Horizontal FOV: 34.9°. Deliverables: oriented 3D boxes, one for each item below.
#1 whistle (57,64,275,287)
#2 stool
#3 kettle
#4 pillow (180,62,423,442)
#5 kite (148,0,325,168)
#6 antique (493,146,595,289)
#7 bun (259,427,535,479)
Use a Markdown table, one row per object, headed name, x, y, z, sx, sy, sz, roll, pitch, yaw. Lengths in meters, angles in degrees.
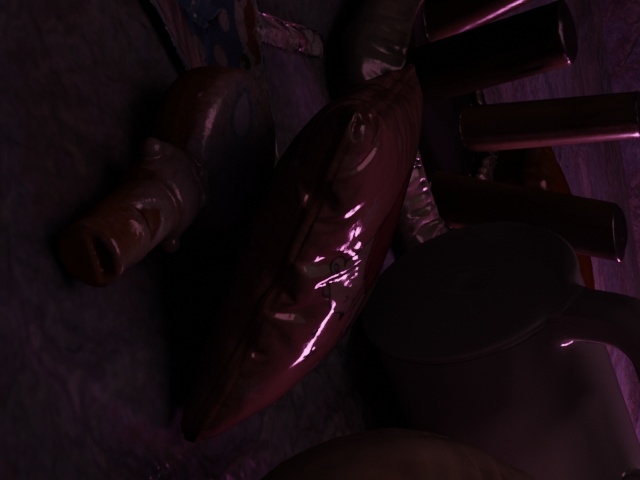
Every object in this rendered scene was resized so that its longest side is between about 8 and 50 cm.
| name | x | y | z | sx | sy | sz | roll | pitch | yaw |
| --- | --- | --- | --- | --- | --- | --- | --- | --- | --- |
| whistle | -0.084 | -0.038 | 0.612 | 0.220 | 0.057 | 0.107 | -53 | 142 | -55 |
| stool | 0.188 | -0.143 | 1.045 | 0.310 | 0.226 | 0.310 | 65 | 35 | -30 |
| kettle | 0.192 | 0.170 | 0.918 | 0.318 | 0.205 | 0.265 | 67 | -8 | -27 |
| pillow | 0.000 | 0.000 | 0.664 | 0.236 | 0.084 | 0.223 | -66 | 169 | 17 |
| kite | -0.059 | -0.165 | 0.779 | 0.314 | 0.011 | 0.335 | 2 | 79 | -67 |
| antique | 0.275 | 0.002 | 1.325 | 0.223 | 0.129 | 0.278 | -77 | 147 | -43 |
| bun | 0.041 | 0.270 | 0.556 | 0.362 | 0.234 | 0.326 | 18 | 56 | -47 |
